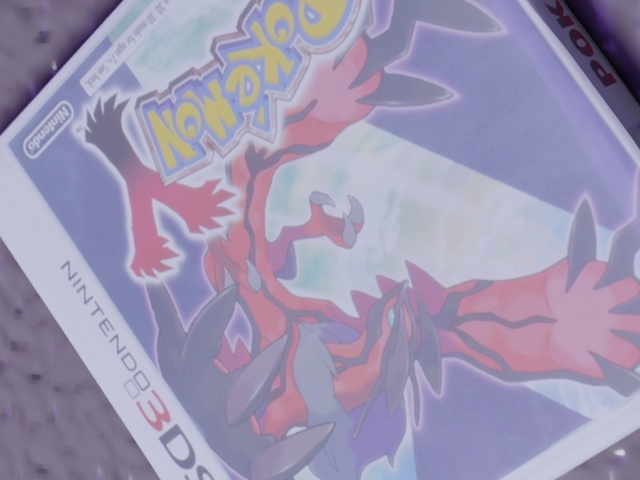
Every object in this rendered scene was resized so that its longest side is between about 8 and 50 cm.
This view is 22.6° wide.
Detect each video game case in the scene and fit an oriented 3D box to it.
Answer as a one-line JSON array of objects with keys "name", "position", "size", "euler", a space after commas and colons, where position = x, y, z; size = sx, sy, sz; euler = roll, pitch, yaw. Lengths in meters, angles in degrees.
[{"name": "video game case", "position": [0.000, 0.000, 0.458], "size": [0.201, 0.023, 0.183], "euler": [-40, 81, 35]}]
